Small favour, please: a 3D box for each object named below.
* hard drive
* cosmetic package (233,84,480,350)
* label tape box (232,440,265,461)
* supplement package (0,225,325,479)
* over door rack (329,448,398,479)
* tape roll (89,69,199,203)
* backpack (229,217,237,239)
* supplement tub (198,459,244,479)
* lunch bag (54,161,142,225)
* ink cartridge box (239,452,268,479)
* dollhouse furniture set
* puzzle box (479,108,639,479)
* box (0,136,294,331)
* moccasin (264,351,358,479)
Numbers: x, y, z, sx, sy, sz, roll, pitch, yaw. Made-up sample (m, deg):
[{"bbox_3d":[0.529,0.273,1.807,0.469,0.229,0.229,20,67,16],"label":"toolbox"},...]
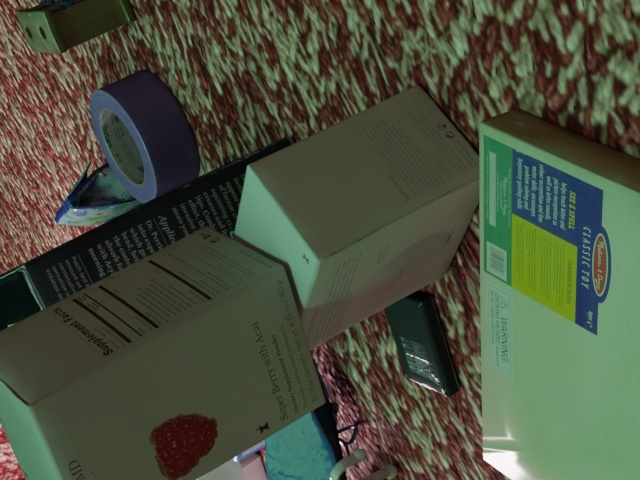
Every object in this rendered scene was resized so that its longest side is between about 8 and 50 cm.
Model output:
[{"bbox_3d":[0.120,0.120,1.697,0.094,0.022,0.135,19,132,56],"label":"hard drive"},{"bbox_3d":[0.033,-0.016,1.480,0.138,0.225,0.224,52,153,20],"label":"cosmetic package"},{"bbox_3d":[-0.185,0.147,2.211,0.347,0.115,0.249,51,153,28],"label":"label tape box"},{"bbox_3d":[-0.175,0.141,1.421,0.175,0.293,0.177,26,139,54],"label":"supplement package"},{"bbox_3d":[0.140,0.440,1.918,0.239,0.108,0.324,45,164,35],"label":"over door rack"},{"bbox_3d":[-0.267,-0.156,2.086,0.189,0.080,0.189,45,151,34],"label":"tape roll"},{"bbox_3d":[0.000,0.000,1.662,0.182,0.152,0.115,46,168,3],"label":"backpack"},{"bbox_3d":[-0.281,0.337,2.376,0.325,0.235,0.235,-130,24,-52],"label":"supplement tub"},{"bbox_3d":[-0.360,-0.076,2.260,0.096,0.151,0.129,60,156,2],"label":"lunch bag"},{"bbox_3d":[-0.149,0.462,2.501,0.140,0.082,0.190,22,133,54],"label":"ink cartridge box"},{"bbox_3d":[-0.380,-0.383,2.004,0.129,0.129,0.183,15,130,58],"label":"dollhouse furniture set"},{"bbox_3d":[0.260,0.102,1.316,0.272,0.052,0.408,33,135,47],"label":"puzzle box"},{"bbox_3d":[-0.206,0.055,1.808,0.212,0.395,0.293,64,154,-4],"label":"box"},{"bbox_3d":[-0.013,0.259,1.992,0.138,0.117,0.342,-7,100,27],"label":"moccasin"}]
